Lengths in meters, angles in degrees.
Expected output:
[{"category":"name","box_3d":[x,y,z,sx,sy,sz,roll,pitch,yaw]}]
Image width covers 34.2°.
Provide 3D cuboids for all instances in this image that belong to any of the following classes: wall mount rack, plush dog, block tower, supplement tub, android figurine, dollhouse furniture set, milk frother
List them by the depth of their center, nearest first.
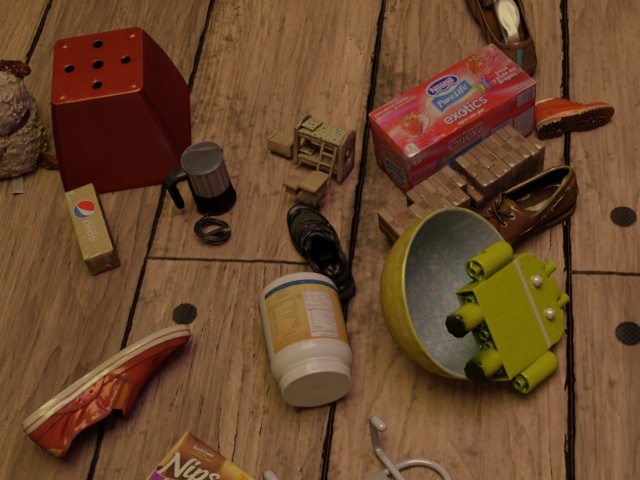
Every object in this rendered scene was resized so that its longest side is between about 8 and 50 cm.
[{"category":"wall mount rack","box_3d":[0.072,0.423,1.568,0.350,0.130,0.304,-23,40,-19]},{"category":"android figurine","box_3d":[0.324,0.124,1.744,0.273,0.248,0.056,-27,8,-38]},{"category":"supplement tub","box_3d":[-0.024,0.170,1.795,0.144,0.144,0.199,-13,55,0]},{"category":"block tower","box_3d":[0.267,-0.091,1.966,0.335,0.091,0.097,-32,58,-14]},{"category":"milk frother","box_3d":[-0.215,-0.090,2.010,0.129,0.134,0.143,-37,58,-16]},{"category":"dollhouse furniture set","box_3d":[-0.048,-0.172,2.036,0.182,0.101,0.161,22,44,21]},{"category":"plush dog","box_3d":[-0.648,-0.244,2.127,0.211,0.225,0.262,20,61,21]}]

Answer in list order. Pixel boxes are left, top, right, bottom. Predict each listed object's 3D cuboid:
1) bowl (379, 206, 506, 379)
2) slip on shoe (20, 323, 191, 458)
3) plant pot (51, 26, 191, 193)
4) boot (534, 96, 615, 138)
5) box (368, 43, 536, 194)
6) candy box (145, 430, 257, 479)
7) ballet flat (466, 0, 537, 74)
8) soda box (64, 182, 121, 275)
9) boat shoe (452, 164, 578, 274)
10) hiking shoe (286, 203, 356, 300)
[{"category":"bowl","box_3d":[0.196,0.098,1.783,0.156,0.289,0.289,-16,40,51]},{"category":"slip on shoe","box_3d":[-0.358,0.258,1.819,0.331,0.123,0.101,-37,90,-22]},{"category":"plant pot","box_3d":[-0.418,-0.278,2.111,0.267,0.235,0.267,-9,54,2]},{"category":"boot","box_3d":[0.500,-0.259,2.070,0.158,0.059,0.084,-10,50,3]},{"category":"box","box_3d":[0.259,-0.227,2.026,0.300,0.154,0.142,-31,56,-12]},{"category":"candy box","box_3d":[-0.181,0.409,1.709,0.187,0.053,0.109,30,65,24]},{"category":"ballet flat","box_3d":[0.381,-0.492,2.207,0.116,0.124,0.342,-9,54,2]},{"category":"soda box","box_3d":[-0.449,-0.023,2.046,0.061,0.058,0.181,-21,54,-6]},{"category":"boat shoe","box_3d":[0.339,-0.042,1.912,0.307,0.104,0.111,-35,58,-15]},{"category":"hiking shoe","box_3d":[0.000,0.000,1.928,0.086,0.114,0.227,-25,56,-10]}]
